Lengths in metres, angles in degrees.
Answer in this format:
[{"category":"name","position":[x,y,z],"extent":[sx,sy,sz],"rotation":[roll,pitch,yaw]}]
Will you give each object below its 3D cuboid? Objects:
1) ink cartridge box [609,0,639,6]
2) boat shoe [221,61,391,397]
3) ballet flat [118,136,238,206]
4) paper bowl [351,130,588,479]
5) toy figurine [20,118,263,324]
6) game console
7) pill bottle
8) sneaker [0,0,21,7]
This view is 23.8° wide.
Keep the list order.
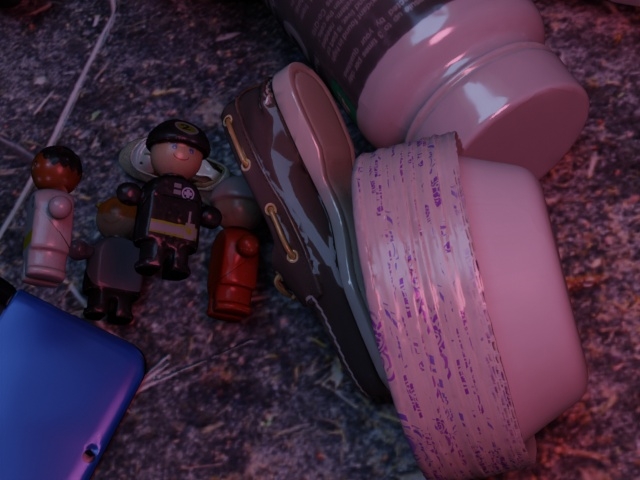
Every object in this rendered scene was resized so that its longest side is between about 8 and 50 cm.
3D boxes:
[{"category":"ink cartridge box","position":[0.289,-0.345,1.490],"extent":[0.273,0.115,0.198],"rotation":[21,77,47]},{"category":"boat shoe","position":[0.000,0.000,1.409],"extent":[0.096,0.116,0.324],"rotation":[-25,81,24]},{"category":"ballet flat","position":[-0.150,-0.082,1.588],"extent":[0.168,0.052,0.057],"rotation":[20,69,30]},{"category":"paper bowl","position":[0.130,0.049,1.253],"extent":[0.148,0.284,0.284],"rotation":[-15,55,9]},{"category":"toy figurine","position":[-0.169,-0.015,1.456],"extent":[0.209,0.213,0.148],"rotation":[-4,70,25]},{"category":"game console","position":[-0.352,0.196,1.508],"extent":[0.250,0.173,0.293],"rotation":[-7,50,55]},{"category":"pill bottle","position":[0.085,-0.211,1.467],"extent":[0.204,0.204,0.361],"rotation":[-34,63,-2]},{"category":"sneaker","position":[-0.422,-0.475,1.870],"extent":[0.257,0.169,0.447],"rotation":[-44,52,-6]}]
